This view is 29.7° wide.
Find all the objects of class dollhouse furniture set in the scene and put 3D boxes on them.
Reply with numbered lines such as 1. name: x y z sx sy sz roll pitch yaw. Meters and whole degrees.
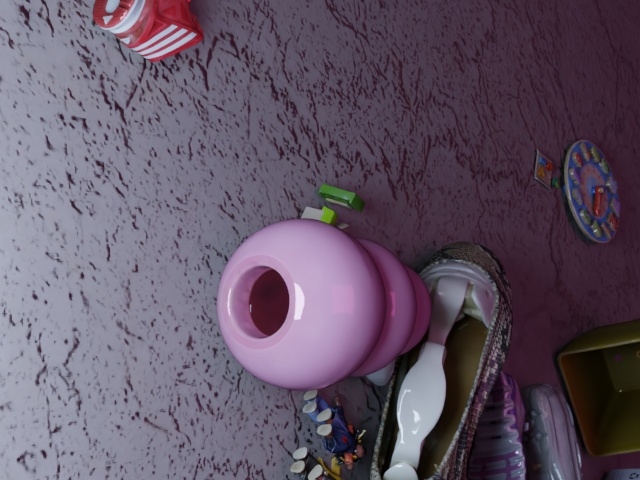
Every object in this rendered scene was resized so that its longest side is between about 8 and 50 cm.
1. dollhouse furniture set: 0.000 0.000 1.638 0.076 0.059 0.151 38 72 -51

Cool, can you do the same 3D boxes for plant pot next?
1. plant pot: 0.576 0.245 2.201 0.212 0.212 0.187 70 25 -13

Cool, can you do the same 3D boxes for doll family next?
1. doll family: 0.019 0.279 1.558 0.111 0.076 0.193 41 48 -34

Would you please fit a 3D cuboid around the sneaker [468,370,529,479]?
1. sneaker: 0.286 0.307 1.890 0.104 0.095 0.236 8 75 -60

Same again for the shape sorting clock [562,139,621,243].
1. shape sorting clock: 0.531 -0.096 2.339 0.206 0.040 0.206 16 69 -50

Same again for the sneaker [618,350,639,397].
1. sneaker: 0.664 0.252 2.363 0.091 0.126 0.240 51 45 -33

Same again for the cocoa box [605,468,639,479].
1. cocoa box: 0.589 0.589 2.099 0.347 0.232 0.227 -45 118 -47

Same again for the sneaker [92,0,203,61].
1. sneaker: -0.185 -0.312 1.435 0.128 0.087 0.221 45 61 -49

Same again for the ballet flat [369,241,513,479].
1. ballet flat: 0.170 0.171 1.688 0.182 0.164 0.482 71 31 -55

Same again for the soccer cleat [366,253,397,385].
1. soccer cleat: 0.081 0.109 1.694 0.076 0.068 0.196 75 18 -58

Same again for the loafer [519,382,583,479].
1. loafer: 0.391 0.394 1.986 0.111 0.112 0.319 -3 83 -44

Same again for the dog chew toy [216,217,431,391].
1. dog chew toy: 0.025 0.081 1.503 0.332 0.207 0.206 6 77 -54

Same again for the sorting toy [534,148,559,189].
1. sorting toy: 0.420 -0.127 2.224 0.083 0.012 0.062 28 60 -46
